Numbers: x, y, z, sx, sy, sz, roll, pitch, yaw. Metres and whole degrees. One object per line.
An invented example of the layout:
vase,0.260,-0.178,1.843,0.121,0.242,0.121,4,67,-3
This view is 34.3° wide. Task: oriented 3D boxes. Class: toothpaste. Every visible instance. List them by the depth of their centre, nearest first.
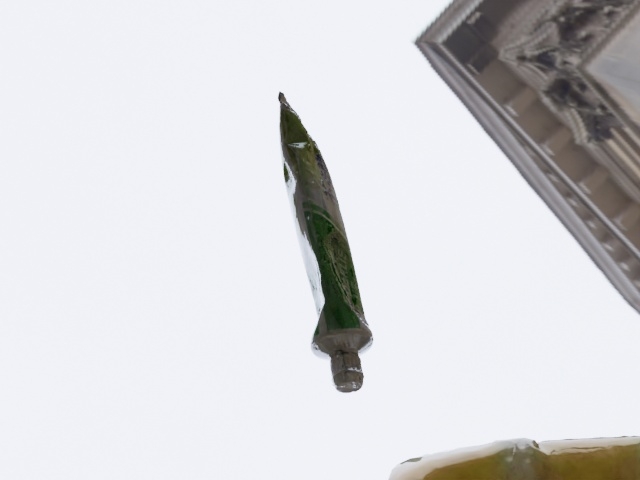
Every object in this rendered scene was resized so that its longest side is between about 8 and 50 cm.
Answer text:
toothpaste,0.000,0.000,0.798,0.047,0.247,0.078,-19,-32,12

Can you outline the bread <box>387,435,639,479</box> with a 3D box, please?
bread,0.135,0.193,0.338,0.239,0.111,0.246,-3,-115,5
